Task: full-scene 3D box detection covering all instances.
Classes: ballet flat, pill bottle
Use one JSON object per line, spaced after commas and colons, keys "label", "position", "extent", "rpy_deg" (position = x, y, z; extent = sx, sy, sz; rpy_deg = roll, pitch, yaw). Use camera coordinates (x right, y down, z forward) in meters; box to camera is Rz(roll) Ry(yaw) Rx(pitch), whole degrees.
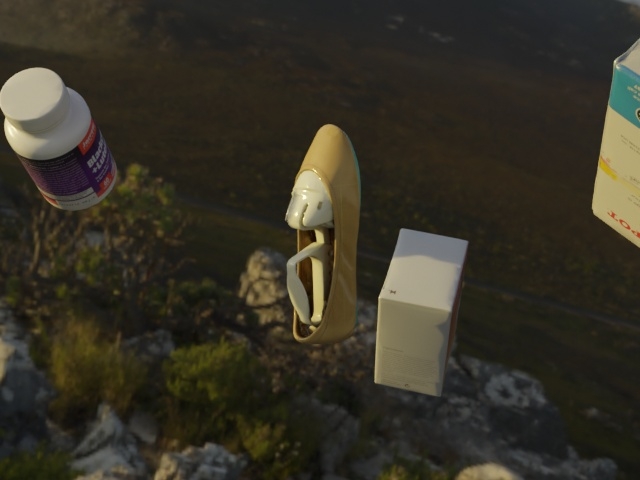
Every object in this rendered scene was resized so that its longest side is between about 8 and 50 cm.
{"label": "ballet flat", "position": [0.000, 0.000, 0.994], "extent": [0.073, 0.232, 0.080], "rpy_deg": [-13, 16, -37]}
{"label": "pill bottle", "position": [-0.336, -0.130, 1.242], "extent": [0.108, 0.108, 0.193], "rpy_deg": [19, -25, 15]}

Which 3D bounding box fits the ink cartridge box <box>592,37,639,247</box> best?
{"label": "ink cartridge box", "position": [0.330, -0.077, 0.734], "extent": [0.171, 0.168, 0.232], "rpy_deg": [42, -11, 23]}

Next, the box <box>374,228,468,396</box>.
{"label": "box", "position": [0.129, 0.094, 1.252], "extent": [0.091, 0.170, 0.130], "rpy_deg": [11, 46, 11]}
